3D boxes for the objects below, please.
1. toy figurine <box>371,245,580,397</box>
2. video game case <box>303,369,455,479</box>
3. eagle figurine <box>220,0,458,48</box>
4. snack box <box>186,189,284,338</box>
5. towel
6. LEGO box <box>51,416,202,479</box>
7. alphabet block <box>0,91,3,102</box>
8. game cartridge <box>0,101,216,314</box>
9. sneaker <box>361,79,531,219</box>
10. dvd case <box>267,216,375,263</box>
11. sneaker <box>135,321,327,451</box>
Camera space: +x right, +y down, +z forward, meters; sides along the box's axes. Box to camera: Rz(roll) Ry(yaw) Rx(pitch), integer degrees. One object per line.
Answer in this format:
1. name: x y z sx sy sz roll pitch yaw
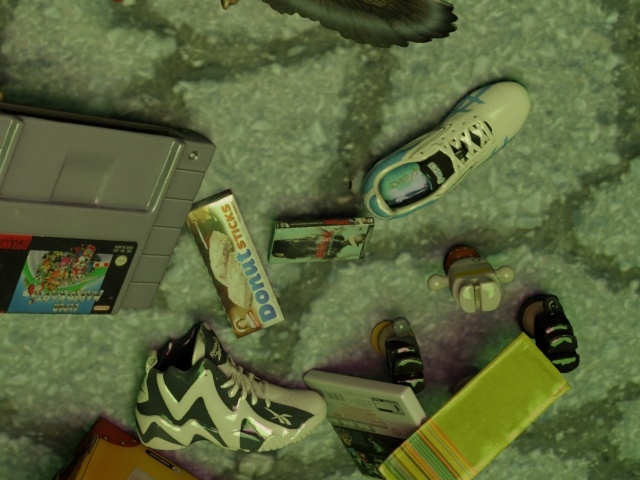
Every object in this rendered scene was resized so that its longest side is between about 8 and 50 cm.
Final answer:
1. toy figurine: 0.190 0.126 1.881 0.209 0.148 0.213 34 103 -15
2. video game case: 0.080 0.237 1.882 0.022 0.190 0.173 -44 117 -29
3. eagle figurine: 0.012 -0.323 1.664 0.298 0.225 0.226 -10 161 -39
4. snack box: -0.104 0.030 1.842 0.064 0.022 0.178 -23 113 -3
5. towel: 0.181 0.220 1.798 0.237 0.021 0.102 -43 115 -1
6. LEGO box: -0.128 0.473 1.763 0.500 0.372 0.193 34 106 -7
7. alphabet block: -0.480 -0.104 1.586 0.192 0.193 0.197 31 108 22
8. game cartridge: -0.285 -0.027 1.665 0.355 0.068 0.230 4 111 -50
9. sneaker: 0.154 -0.101 1.810 0.237 0.086 0.085 -36 112 2
10. dvd case: 0.000 0.000 1.829 0.119 0.013 0.087 -4 151 -11
11. sneaker: -0.108 0.169 1.856 0.235 0.094 0.153 1 120 -1
